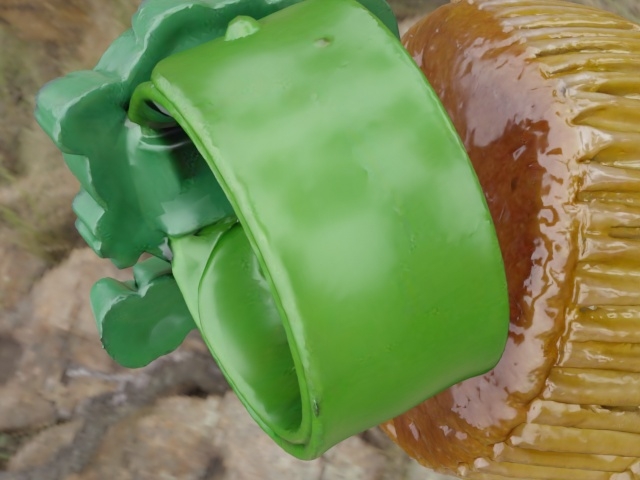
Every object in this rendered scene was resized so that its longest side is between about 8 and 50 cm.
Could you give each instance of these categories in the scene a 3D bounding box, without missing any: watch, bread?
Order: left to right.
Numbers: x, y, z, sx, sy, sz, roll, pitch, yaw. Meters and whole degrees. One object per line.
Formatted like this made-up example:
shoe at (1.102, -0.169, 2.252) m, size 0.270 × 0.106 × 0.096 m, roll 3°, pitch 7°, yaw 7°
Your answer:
watch at (0.000, 0.000, 0.536) m, size 0.131 × 0.165 × 0.152 m, roll -25°, pitch 41°, yaw -19°
bread at (0.075, -0.001, 0.646) m, size 0.199 × 0.104 × 0.199 m, roll -173°, pitch 90°, yaw -68°
